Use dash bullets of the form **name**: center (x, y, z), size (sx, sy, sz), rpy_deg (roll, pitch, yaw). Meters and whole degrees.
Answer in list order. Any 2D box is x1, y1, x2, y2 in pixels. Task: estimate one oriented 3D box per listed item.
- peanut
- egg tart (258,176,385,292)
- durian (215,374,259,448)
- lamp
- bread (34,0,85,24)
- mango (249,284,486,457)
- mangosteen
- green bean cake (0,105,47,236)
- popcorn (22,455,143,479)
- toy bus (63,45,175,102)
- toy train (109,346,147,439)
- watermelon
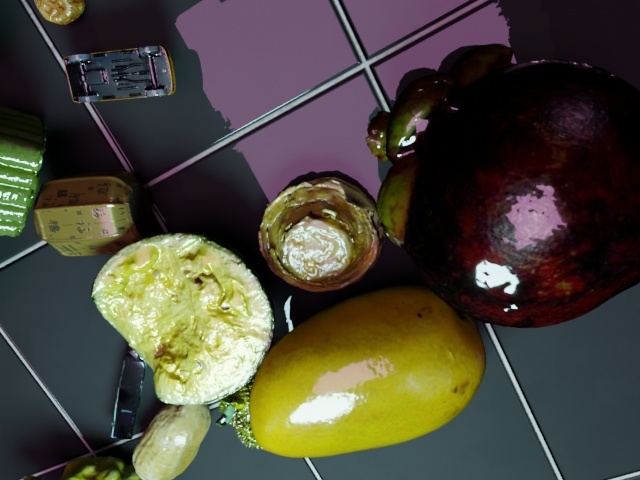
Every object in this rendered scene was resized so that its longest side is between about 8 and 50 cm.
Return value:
- **peanut**: center (-0.327, 0.444, 1.099), size (0.129, 0.129, 0.224), rpy_deg (36, 108, -5)
- **egg tart**: center (0.000, 0.000, 0.915), size (0.241, 0.106, 0.241), rpy_deg (1, 111, 3)
- **durian**: center (-0.129, 0.335, 1.017), size (0.146, 0.159, 0.198), rpy_deg (-46, 111, -12)
- **lamp**: center (-0.423, -0.051, 0.927), size (0.185, 0.161, 0.161), rpy_deg (-3, 108, 2)
- **bread**: center (-0.463, -0.436, 0.860), size (0.083, 0.044, 0.111), rpy_deg (-7, 110, 12)
- **mango**: center (0.078, 0.243, 0.888), size (0.445, 0.232, 0.300), rpy_deg (-23, 125, 0)
- **mangosteen**: center (0.281, -0.083, 0.731), size (0.380, 0.421, 0.381), rpy_deg (-18, 135, -19)
- **green bean cake**: center (-0.576, -0.127, 0.893), size (0.113, 0.214, 0.200), rpy_deg (16, 116, -37)
- **popcorn**: center (-0.508, 0.630, 1.104), size (0.279, 0.274, 0.335), rpy_deg (-30, 59, -9)
- **toy bus**: center (-0.342, -0.292, 0.869), size (0.194, 0.088, 0.083), rpy_deg (-1, 109, 11)
- **toy train**: center (-0.427, 0.332, 1.117), size (0.055, 0.048, 0.252), rpy_deg (14, 105, -8)
- **watermelon**: center (-0.245, 0.124, 0.948), size (0.330, 0.189, 0.331), rpy_deg (-1, 104, -5)
